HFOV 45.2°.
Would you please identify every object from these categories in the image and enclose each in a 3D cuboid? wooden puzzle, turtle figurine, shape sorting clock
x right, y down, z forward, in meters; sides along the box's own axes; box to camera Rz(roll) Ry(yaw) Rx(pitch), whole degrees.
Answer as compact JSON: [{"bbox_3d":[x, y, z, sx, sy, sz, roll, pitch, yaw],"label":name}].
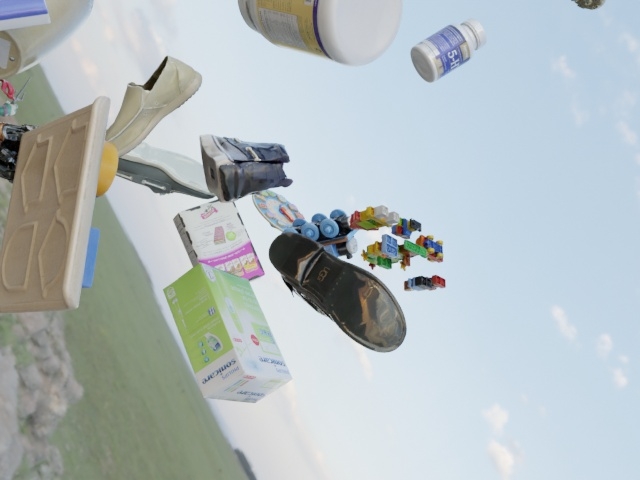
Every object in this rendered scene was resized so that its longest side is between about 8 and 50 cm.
[{"bbox_3d":[-0.422,-0.041,1.242,0.347,0.080,0.322,-9,-109,50],"label":"wooden puzzle"},{"bbox_3d":[-0.754,-0.315,1.659,0.175,0.234,0.118,49,-3,-21],"label":"turtle figurine"},{"bbox_3d":[-0.121,-0.087,2.344,0.206,0.040,0.206,37,21,-17],"label":"shape sorting clock"}]

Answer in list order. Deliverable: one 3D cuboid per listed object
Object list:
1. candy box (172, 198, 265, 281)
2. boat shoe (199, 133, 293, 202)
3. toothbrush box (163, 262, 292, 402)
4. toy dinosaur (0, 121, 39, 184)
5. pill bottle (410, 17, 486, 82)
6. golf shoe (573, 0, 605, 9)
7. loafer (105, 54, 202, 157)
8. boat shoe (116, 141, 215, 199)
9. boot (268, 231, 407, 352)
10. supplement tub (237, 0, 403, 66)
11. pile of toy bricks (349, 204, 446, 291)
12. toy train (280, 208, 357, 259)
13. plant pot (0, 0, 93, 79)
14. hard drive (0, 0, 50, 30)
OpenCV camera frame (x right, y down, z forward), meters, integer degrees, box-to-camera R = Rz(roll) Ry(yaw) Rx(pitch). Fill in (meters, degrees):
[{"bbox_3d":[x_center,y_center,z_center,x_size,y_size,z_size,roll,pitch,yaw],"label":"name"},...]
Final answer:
[{"bbox_3d":[-0.266,0.016,2.014,0.071,0.159,0.234,-31,-100,62],"label":"candy box"},{"bbox_3d":[-0.163,-0.162,1.647,0.340,0.158,0.127,-130,-148,-64],"label":"boat shoe"},{"bbox_3d":[-0.210,0.213,1.747,0.206,0.122,0.283,28,33,-58],"label":"toothbrush box"},{"bbox_3d":[-0.579,-0.156,1.456,0.322,0.218,0.164,-84,-165,-63],"label":"toy dinosaur"},{"bbox_3d":[0.345,-0.513,2.055,0.112,0.186,0.112,55,-9,13],"label":"pill bottle"},{"bbox_3d":[0.477,-0.475,1.380,0.069,0.086,0.176,107,-30,-45],"label":"golf shoe"},{"bbox_3d":[-0.357,-0.263,1.512,0.092,0.268,0.102,50,-5,-28],"label":"loafer"},{"bbox_3d":[-0.422,-0.176,2.049,0.116,0.319,0.099,-81,-164,-54],"label":"boat shoe"},{"bbox_3d":[0.026,0.089,1.211,0.263,0.091,0.229,40,-10,14],"label":"boot"},{"bbox_3d":[-0.008,-0.535,1.722,0.331,0.241,0.241,27,-34,41],"label":"supplement tub"},{"bbox_3d":[0.122,0.025,1.315,0.212,0.105,0.118,26,59,-44],"label":"pile of toy bricks"},{"bbox_3d":[0.000,0.000,1.636,0.184,0.080,0.105,-12,-70,31],"label":"toy train"},{"bbox_3d":[-0.606,-0.445,1.508,0.274,0.256,0.257,-88,167,-46],"label":"plant pot"},{"bbox_3d":[-0.641,-0.424,1.298,0.040,0.318,0.210,103,-32,-56],"label":"hard drive"}]
